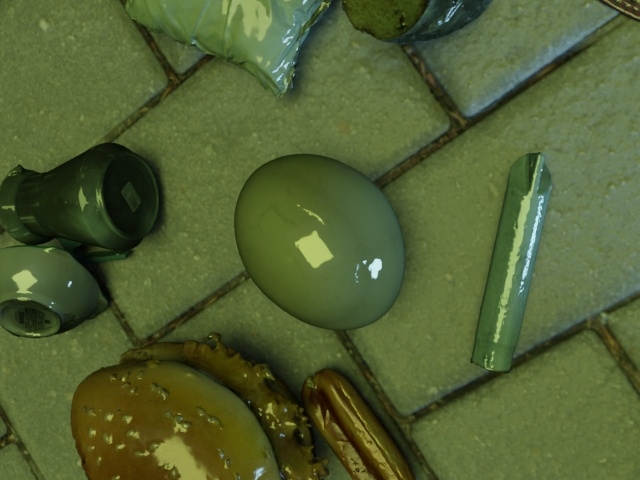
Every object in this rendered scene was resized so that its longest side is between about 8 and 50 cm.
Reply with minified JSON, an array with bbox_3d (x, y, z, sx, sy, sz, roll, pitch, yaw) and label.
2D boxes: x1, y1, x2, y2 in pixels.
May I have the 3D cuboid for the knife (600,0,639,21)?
[{"bbox_3d":[0.374,-0.346,0.812,0.247,0.018,0.035,38,101,9],"label":"knife"}]

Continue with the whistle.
[{"bbox_3d":[0.270,0.031,0.853,0.062,0.062,0.312,12,98,15],"label":"whistle"}]

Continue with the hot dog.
[{"bbox_3d":[0.063,0.307,0.934,0.100,0.068,0.249,-43,77,38],"label":"hot dog"}]

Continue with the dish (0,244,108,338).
[{"bbox_3d":[-0.485,0.112,1.020,0.224,0.078,0.246,25,128,-24],"label":"dish"}]

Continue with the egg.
[{"bbox_3d":[0.000,0.000,0.847,0.269,0.219,0.219,42,105,3],"label":"egg"}]

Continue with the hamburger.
[{"bbox_3d":[-0.146,0.318,0.899,0.287,0.268,0.445,-36,84,14],"label":"hamburger"}]

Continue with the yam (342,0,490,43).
[{"bbox_3d":[0.126,-0.331,0.789,0.154,0.254,0.153,13,119,26],"label":"yam"}]

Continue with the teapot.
[{"bbox_3d":[-0.391,-0.051,0.998,0.225,0.171,0.203,-4,124,23],"label":"teapot"}]

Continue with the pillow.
[{"bbox_3d":[-0.124,-0.394,0.889,0.310,0.138,0.283,26,102,10],"label":"pillow"}]
